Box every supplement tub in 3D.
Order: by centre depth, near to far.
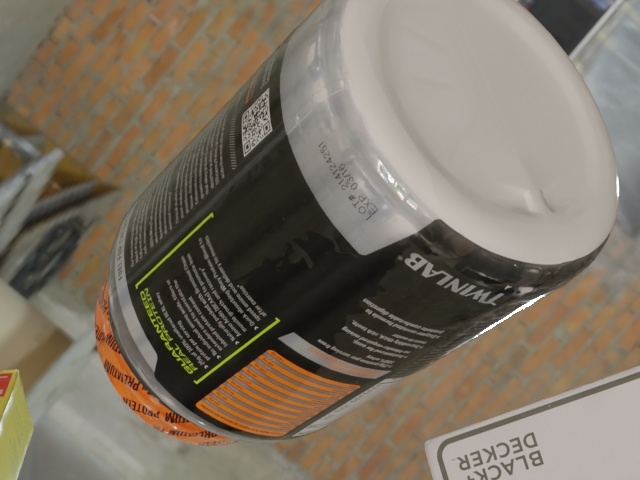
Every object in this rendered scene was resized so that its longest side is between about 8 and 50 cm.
[{"bbox_3d":[0.000,0.000,0.679,0.316,0.193,0.193,-38,-170,45],"label":"supplement tub"}]

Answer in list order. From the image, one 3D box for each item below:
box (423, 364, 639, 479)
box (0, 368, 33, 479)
[{"bbox_3d":[0.166,0.195,0.454,0.169,0.290,0.087,-25,157,22],"label":"box"},{"bbox_3d":[-0.253,0.172,0.747,0.232,0.087,0.058,-90,176,-64],"label":"box"}]
